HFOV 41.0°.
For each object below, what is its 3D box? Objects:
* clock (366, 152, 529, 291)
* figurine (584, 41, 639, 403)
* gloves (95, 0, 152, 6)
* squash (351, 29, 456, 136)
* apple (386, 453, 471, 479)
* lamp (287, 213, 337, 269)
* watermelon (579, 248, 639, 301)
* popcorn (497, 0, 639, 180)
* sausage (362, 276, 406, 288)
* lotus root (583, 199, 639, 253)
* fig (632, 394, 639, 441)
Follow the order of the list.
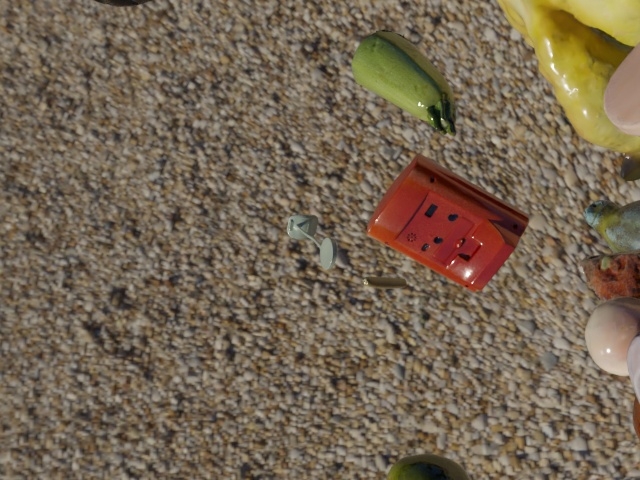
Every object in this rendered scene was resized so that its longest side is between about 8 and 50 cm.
[{"bbox_3d":[0.140,-0.014,0.968,0.155,0.061,0.113,28,119,-8],"label":"clock"},{"bbox_3d":[0.189,0.041,0.330,0.200,0.133,0.275,32,138,63],"label":"figurine"},{"bbox_3d":[-0.191,-0.272,0.814,0.129,0.180,0.106,6,112,8],"label":"gloves"},{"bbox_3d":[0.200,-0.305,1.690,0.287,0.137,0.137,42,100,37],"label":"squash"},{"bbox_3d":[0.234,0.553,1.861,0.197,0.196,0.156,-14,53,25],"label":"apple"},{"bbox_3d":[0.000,0.000,1.400,0.198,0.056,0.050,-138,58,-63],"label":"lamp"},{"bbox_3d":[0.389,0.068,0.908,0.139,0.193,0.256,-53,45,16],"label":"watermelon"},{"bbox_3d":[0.295,-0.237,0.703,0.349,0.349,0.381,16,121,30],"label":"popcorn"},{"bbox_3d":[0.130,0.086,1.745,0.024,0.132,0.024,-4,84,41],"label":"sausage"},{"bbox_3d":[0.609,0.001,1.491,0.322,0.158,0.139,9,78,37],"label":"lotus root"},{"bbox_3d":[0.628,0.304,1.427,0.205,0.205,0.205,-6,77,27],"label":"fig"}]
